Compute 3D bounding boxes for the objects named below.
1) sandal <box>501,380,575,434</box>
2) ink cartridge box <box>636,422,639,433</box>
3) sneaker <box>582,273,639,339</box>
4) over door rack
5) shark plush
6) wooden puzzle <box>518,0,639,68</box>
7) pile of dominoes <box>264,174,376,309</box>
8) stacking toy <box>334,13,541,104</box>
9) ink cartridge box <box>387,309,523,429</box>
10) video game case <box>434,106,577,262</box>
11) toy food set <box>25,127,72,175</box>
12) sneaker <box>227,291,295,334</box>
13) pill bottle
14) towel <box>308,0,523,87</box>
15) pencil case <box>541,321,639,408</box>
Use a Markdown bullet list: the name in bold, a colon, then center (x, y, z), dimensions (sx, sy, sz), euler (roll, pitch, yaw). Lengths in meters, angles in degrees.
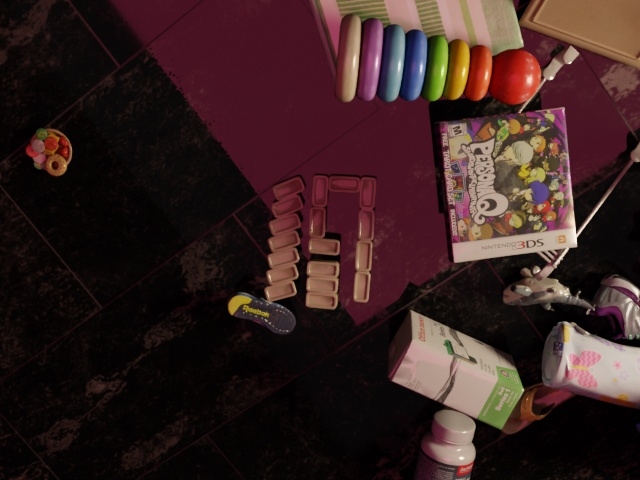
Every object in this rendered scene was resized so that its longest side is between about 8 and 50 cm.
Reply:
- **sandal**: center (0.414, 0.311, 1.543), dimensions (0.180, 0.049, 0.072), euler (-33, 101, 13)
- **ink cartridge box**: center (0.659, 0.334, 1.419), dimensions (0.165, 0.065, 0.333), euler (-33, 143, 14)
- **sneaker**: center (0.580, 0.160, 1.458), dimensions (0.224, 0.083, 0.098), euler (37, 86, 4)
- **over door rack**: center (0.394, -0.127, 1.398), dimensions (0.239, 0.108, 0.324), euler (41, 91, -7)
- **shark plush**: center (0.413, 0.099, 1.469), dimensions (0.161, 0.073, 0.067), euler (4, 122, 14)
- **wooden puzzle**: center (0.452, -0.375, 1.265), dimensions (0.221, 0.238, 0.044), euler (20, 68, -1)
- **pile of dominoes**: center (0.000, 0.000, 1.510), dimensions (0.196, 0.040, 0.251), euler (5, 98, 5)
- **stacking toy**: center (0.191, -0.282, 1.311), dimensions (0.330, 0.141, 0.141), euler (5, 107, 0)
- **ink cartridge box**: center (0.240, 0.231, 1.478), dimensions (0.219, 0.160, 0.092), euler (25, 106, -3)
- **video game case**: center (0.301, -0.090, 1.320), dimensions (0.210, 0.042, 0.232), euler (-7, 95, -5)
- **toy food set**: center (-0.502, -0.166, 1.504), dimensions (0.083, 0.020, 0.083), euler (25, 107, -2)
- **sneaker**: center (-0.113, 0.134, 1.543), dimensions (0.144, 0.059, 0.053), euler (26, 89, -22)
- **pill bottle**: center (0.240, 0.426, 1.562), dimensions (0.108, 0.108, 0.180), euler (10, 107, 2)
- **towel**: center (0.149, -0.398, 1.360), dimensions (0.325, 0.038, 0.247), euler (-15, 105, 12)
- **pencil case**: center (0.543, 0.236, 1.478), dimensions (0.273, 0.113, 0.124), euler (15, 65, 2)
